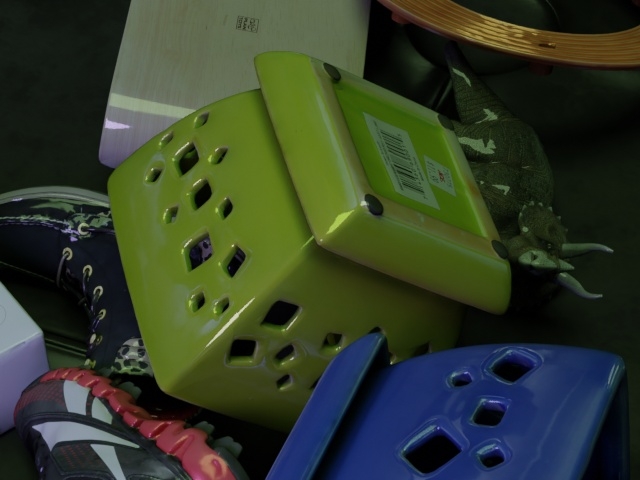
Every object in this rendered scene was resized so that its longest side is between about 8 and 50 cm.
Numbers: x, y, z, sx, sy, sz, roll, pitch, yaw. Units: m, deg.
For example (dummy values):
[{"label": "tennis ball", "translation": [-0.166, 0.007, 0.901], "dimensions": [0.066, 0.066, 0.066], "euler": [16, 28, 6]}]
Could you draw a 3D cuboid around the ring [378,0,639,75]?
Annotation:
[{"label": "ring", "translation": [0.194, -0.225, 1.815], "dimensions": [0.337, 0.032, 0.336], "euler": [8, 29, -5]}]

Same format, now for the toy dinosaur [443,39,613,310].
[{"label": "toy dinosaur", "translation": [0.139, -0.043, 1.673], "dimensions": [0.160, 0.121, 0.313], "euler": [8, 39, -8]}]

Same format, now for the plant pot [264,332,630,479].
[{"label": "plant pot", "translation": [0.079, 0.211, 1.341], "dimensions": [0.212, 0.236, 0.236], "euler": [12, 49, 21]}]

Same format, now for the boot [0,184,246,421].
[{"label": "boot", "translation": [-0.184, 0.051, 1.587], "dimensions": [0.236, 0.085, 0.178], "euler": [10, 46, 2]}]

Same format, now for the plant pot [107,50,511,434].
[{"label": "plant pot", "translation": [0.000, 0.000, 1.487], "dimensions": [0.227, 0.207, 0.228], "euler": [21, 37, -39]}]

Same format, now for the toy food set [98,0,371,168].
[{"label": "toy food set", "translation": [-0.072, -0.166, 1.806], "dimensions": [0.220, 0.092, 0.306], "euler": [10, 48, -4]}]

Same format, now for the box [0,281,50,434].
[{"label": "box", "translation": [-0.312, 0.081, 1.565], "dimensions": [0.130, 0.091, 0.170], "euler": [-28, 52, -23]}]

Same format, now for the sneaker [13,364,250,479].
[{"label": "sneaker", "translation": [-0.166, 0.172, 1.427], "dimensions": [0.135, 0.097, 0.276], "euler": [-34, 32, -26]}]
